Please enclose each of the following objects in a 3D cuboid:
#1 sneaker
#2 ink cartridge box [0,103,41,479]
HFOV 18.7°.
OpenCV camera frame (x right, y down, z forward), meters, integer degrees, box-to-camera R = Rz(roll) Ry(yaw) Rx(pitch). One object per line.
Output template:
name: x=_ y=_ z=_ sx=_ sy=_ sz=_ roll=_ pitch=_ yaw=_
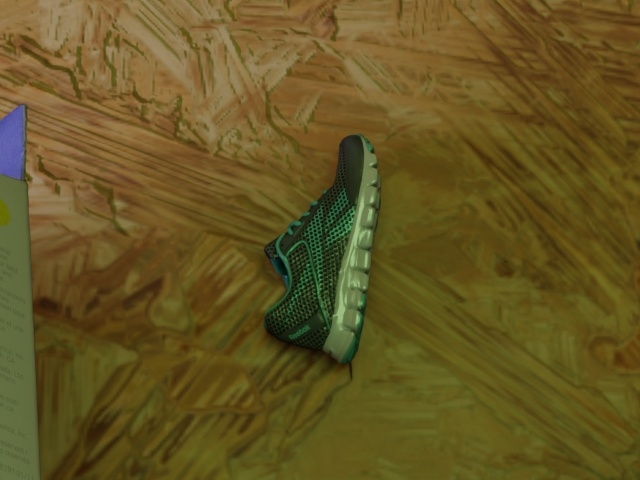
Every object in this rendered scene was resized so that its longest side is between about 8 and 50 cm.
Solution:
sneaker: x=0.000 y=0.000 z=1.347 sx=0.076 sy=0.065 sz=0.166 roll=8 pitch=67 yaw=2
ink cartridge box: x=-0.291 y=0.091 z=1.134 sx=0.303 sy=0.072 sz=0.307 roll=-34 pitch=45 yaw=24
